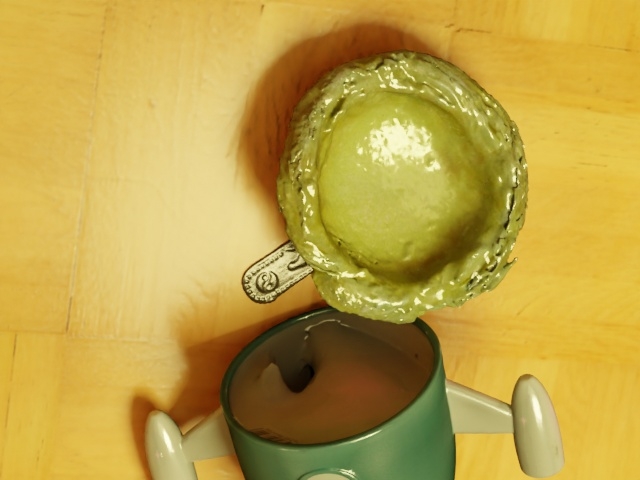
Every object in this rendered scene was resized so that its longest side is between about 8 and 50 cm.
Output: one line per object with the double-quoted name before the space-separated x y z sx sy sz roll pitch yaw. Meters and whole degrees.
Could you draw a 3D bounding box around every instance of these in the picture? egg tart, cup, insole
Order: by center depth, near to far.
"egg tart" 0.054 -0.042 1.045 0.197 0.078 0.197 -3 101 -17
"cup" 0.023 0.160 1.061 0.299 0.167 0.173 -7 121 12
"insole" 0.000 0.000 1.085 0.135 0.002 0.045 -36 113 -4
